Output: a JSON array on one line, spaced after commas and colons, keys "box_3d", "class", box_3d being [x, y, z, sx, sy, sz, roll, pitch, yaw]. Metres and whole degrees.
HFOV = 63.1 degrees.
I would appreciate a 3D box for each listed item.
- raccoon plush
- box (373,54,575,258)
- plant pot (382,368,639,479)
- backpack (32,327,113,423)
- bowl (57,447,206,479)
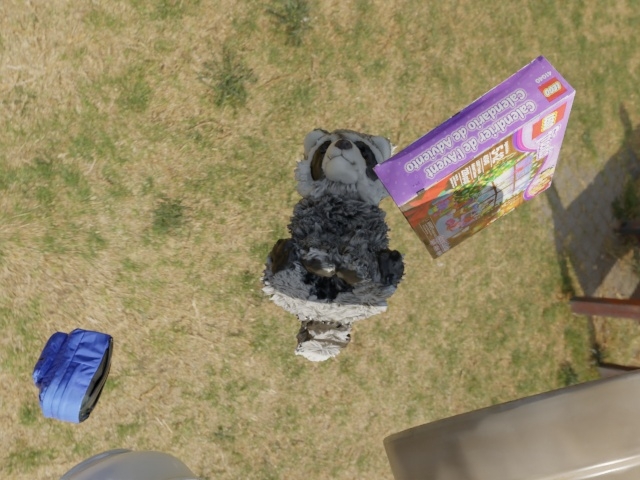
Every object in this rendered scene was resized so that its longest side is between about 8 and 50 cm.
[{"box_3d": [0.000, 0.000, 0.961, 0.216, 0.446, 0.299, 16, 54, -13], "class": "raccoon plush"}, {"box_3d": [0.194, -0.076, 0.647, 0.201, 0.293, 0.057, -34, 69, 9], "class": "box"}, {"box_3d": [0.254, 0.294, 0.502, 0.323, 0.323, 0.280, 1, 62, -33], "class": "plant pot"}, {"box_3d": [-0.367, 0.203, 0.766, 0.101, 0.098, 0.120, 12, 52, -8], "class": "backpack"}, {"box_3d": [-0.323, 0.421, 0.800, 0.298, 0.134, 0.298, -25, 139, -24], "class": "bowl"}]
